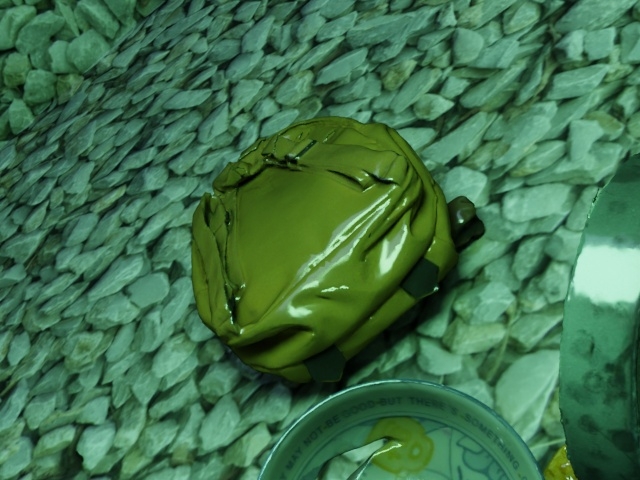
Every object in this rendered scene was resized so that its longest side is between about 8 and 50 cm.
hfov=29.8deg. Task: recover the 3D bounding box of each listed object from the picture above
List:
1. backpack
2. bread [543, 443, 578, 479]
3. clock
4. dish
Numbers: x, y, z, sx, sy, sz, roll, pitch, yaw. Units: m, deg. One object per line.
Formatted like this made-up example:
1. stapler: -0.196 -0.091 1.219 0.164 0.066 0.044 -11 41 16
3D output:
1. backpack: -0.002 -0.005 1.480 0.353 0.201 0.378 -36 35 5
2. bread: 0.244 0.221 1.104 0.083 0.044 0.111 -3 45 48
3. clock: 0.293 0.078 0.988 0.061 0.312 0.313 5 52 38
4. dish: 0.074 0.277 1.114 0.273 0.134 0.273 -1 69 4
